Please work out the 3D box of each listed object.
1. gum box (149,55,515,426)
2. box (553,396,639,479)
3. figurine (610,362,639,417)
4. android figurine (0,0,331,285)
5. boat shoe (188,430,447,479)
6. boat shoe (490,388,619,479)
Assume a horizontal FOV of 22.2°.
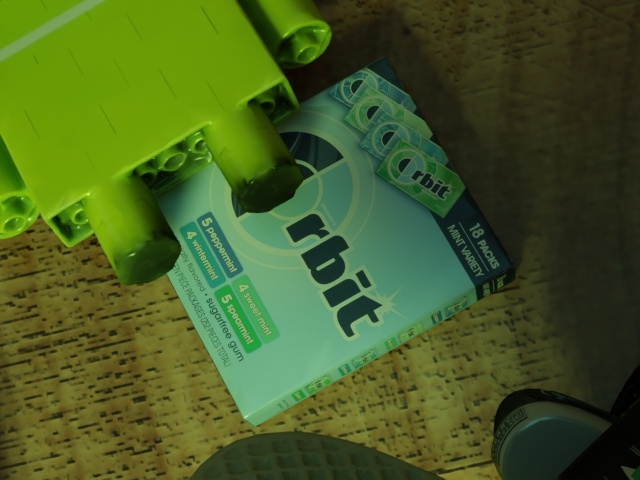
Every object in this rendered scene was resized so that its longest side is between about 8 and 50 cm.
[{"bbox_3d":[0.000,0.000,0.995,0.184,0.041,0.157,-30,74,-1],"label":"gum box"},{"bbox_3d":[0.221,0.198,0.717,0.295,0.073,0.293,41,42,16],"label":"box"},{"bbox_3d":[0.299,0.057,0.932,0.215,0.092,0.209,25,88,11],"label":"figurine"},{"bbox_3d":[-0.124,-0.106,1.009,0.248,0.056,0.273,-32,60,-2],"label":"android figurine"},{"bbox_3d":[0.113,0.286,0.740,0.500,0.156,0.187,40,42,13],"label":"boat shoe"},{"bbox_3d":[0.192,0.152,0.913,0.228,0.076,0.080,27,104,-9],"label":"boat shoe"}]
